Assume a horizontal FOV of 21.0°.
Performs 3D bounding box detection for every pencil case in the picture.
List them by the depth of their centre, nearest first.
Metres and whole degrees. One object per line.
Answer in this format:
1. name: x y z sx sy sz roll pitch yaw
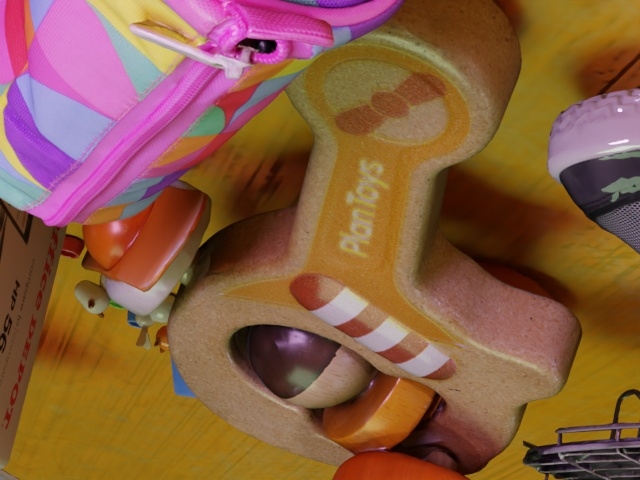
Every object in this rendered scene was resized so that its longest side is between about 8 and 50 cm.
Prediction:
1. pencil case: -0.054 -0.072 0.549 0.104 0.104 0.236 20 160 -17

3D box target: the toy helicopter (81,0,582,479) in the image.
1. toy helicopter: 0.000 0.000 0.724 0.235 0.140 0.355 20 149 6

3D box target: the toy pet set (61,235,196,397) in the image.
1. toy pet set: -0.082 0.055 0.949 0.114 0.065 0.122 6 159 20

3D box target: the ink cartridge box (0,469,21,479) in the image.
1. ink cartridge box: -0.328 0.086 1.062 0.271 0.130 0.309 -7 154 18

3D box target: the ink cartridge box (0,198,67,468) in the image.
1. ink cartridge box: -0.181 0.000 0.747 0.085 0.148 0.203 8 160 9

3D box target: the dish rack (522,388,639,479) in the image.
1. dish rack: 0.242 0.112 0.856 0.271 0.074 0.208 23 157 -40

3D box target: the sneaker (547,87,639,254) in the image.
1. sneaker: 0.191 0.050 0.639 0.268 0.153 0.101 23 157 -25
